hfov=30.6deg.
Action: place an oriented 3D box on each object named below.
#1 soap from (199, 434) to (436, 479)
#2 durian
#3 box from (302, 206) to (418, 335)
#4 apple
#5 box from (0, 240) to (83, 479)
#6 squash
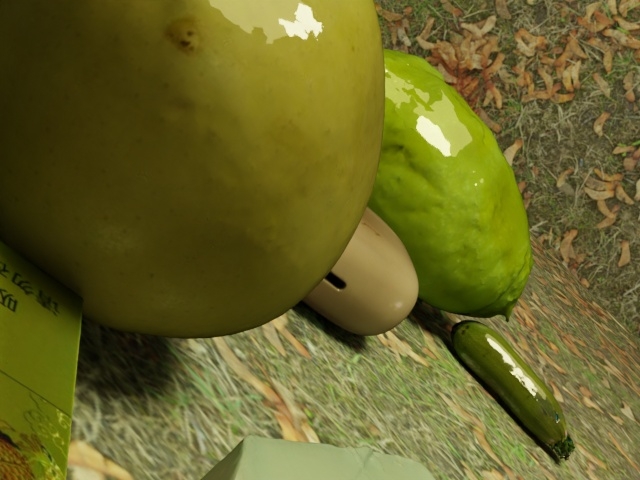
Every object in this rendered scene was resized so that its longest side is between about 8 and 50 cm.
[{"bbox_3d":[0.059,0.243,0.426,0.208,0.115,0.347,22,26,-56],"label":"soap"},{"bbox_3d":[0.101,-0.058,1.246,0.340,0.204,0.256,44,1,10],"label":"durian"},{"bbox_3d":[0.000,0.000,1.015,0.200,0.088,0.146,39,16,-23],"label":"box"},{"bbox_3d":[-0.086,-0.080,0.668,0.262,0.262,0.262,41,14,-13],"label":"apple"},{"bbox_3d":[-0.174,0.061,0.442,0.173,0.043,0.311,39,15,-22],"label":"box"},{"bbox_3d":[0.206,0.155,1.236,0.183,0.052,0.052,50,15,11],"label":"squash"}]
